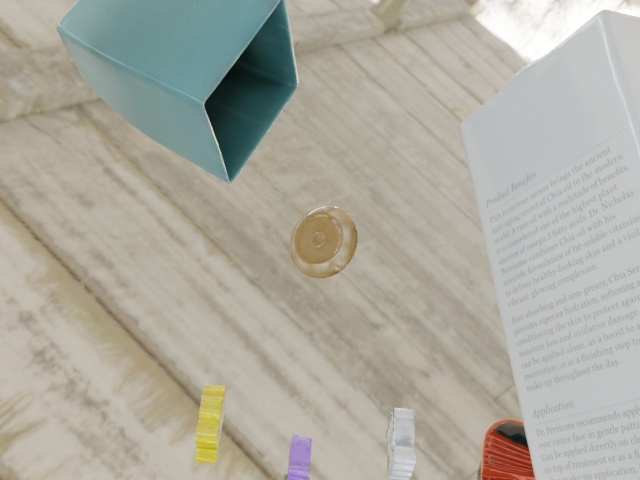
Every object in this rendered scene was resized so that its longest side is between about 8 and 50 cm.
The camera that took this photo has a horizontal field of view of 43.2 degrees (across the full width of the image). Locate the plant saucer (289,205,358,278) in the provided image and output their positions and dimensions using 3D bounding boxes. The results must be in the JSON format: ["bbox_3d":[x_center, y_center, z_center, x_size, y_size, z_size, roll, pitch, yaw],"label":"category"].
[{"bbox_3d":[0.000,0.000,0.890,0.083,0.083,0.015,57,-168,26],"label":"plant saucer"}]

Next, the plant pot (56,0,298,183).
[{"bbox_3d":[-0.173,-0.215,0.950,0.234,0.165,0.165,26,-111,16],"label":"plant pot"}]

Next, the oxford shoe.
[{"bbox_3d":[0.211,0.345,0.950,0.097,0.098,0.271,15,-136,16],"label":"oxford shoe"}]

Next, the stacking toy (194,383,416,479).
[{"bbox_3d":[-0.022,0.203,0.681,0.167,0.221,0.052,7,-134,-3],"label":"stacking toy"}]

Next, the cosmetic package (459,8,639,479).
[{"bbox_3d":[0.299,0.042,0.773,0.162,0.230,0.452,2,-111,-28],"label":"cosmetic package"}]
